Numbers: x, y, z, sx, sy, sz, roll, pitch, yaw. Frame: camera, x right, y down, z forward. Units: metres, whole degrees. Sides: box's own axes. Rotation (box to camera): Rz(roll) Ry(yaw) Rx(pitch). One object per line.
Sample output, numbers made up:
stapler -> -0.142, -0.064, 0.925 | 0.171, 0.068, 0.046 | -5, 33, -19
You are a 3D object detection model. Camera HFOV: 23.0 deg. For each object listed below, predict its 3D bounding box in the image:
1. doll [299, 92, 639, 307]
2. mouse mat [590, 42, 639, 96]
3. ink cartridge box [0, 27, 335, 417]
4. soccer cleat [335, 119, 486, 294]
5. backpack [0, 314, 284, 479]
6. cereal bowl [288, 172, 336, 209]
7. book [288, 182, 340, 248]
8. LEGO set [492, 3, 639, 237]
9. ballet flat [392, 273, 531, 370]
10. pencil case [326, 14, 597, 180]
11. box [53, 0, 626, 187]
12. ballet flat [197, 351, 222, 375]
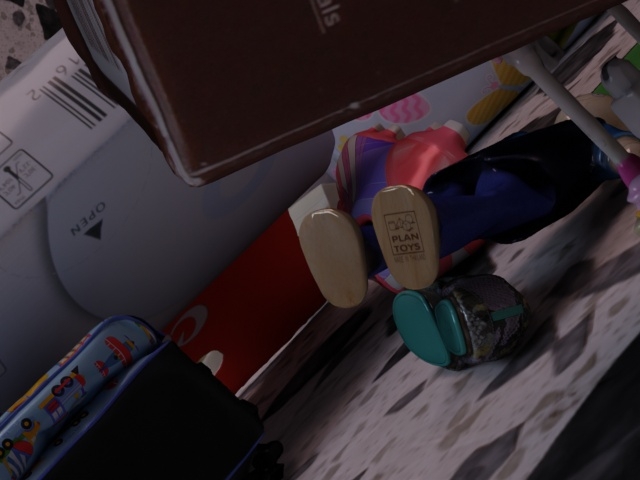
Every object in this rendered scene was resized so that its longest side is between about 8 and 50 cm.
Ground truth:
doll -> 0.080, -0.023, 0.656 | 0.129, 0.046, 0.189 | -16, 6, 42
mouse mat -> 0.179, -0.093, 0.818 | 0.152, 0.007, 0.190 | -47, 7, -19
ink cartridge box -> -0.111, 0.055, 0.919 | 0.308, 0.091, 0.385 | -45, -33, -17
soccer cleat -> 0.040, -0.014, 0.907 | 0.095, 0.083, 0.248 | -50, 8, -8
backpack -> -0.122, 0.135, 0.779 | 0.158, 0.117, 0.173 | -47, 3, -32
cereal bowl -> -0.035, -0.050, 1.406 | 0.339, 0.141, 0.339 | -44, 6, 6
book -> 0.000, 0.000, 1.144 | 0.096, 0.035, 0.144 | -6, -24, -41
LEGO set -> 0.114, -0.051, 0.428 | 0.132, 0.107, 0.287 | -44, 5, 11
ballet flat -> 0.060, 0.032, 0.636 | 0.041, 0.041, 0.114 | -46, 5, -8
pencil case -> 0.099, -0.147, 1.201 | 0.273, 0.124, 0.113 | -47, -32, -5
box -> 0.096, -0.162, 0.444 | 0.381, 0.143, 0.191 | -23, 16, -8
ballet flat -> -0.112, 0.110, 1.193 | 0.247, 0.083, 0.087 | -45, 28, 1
